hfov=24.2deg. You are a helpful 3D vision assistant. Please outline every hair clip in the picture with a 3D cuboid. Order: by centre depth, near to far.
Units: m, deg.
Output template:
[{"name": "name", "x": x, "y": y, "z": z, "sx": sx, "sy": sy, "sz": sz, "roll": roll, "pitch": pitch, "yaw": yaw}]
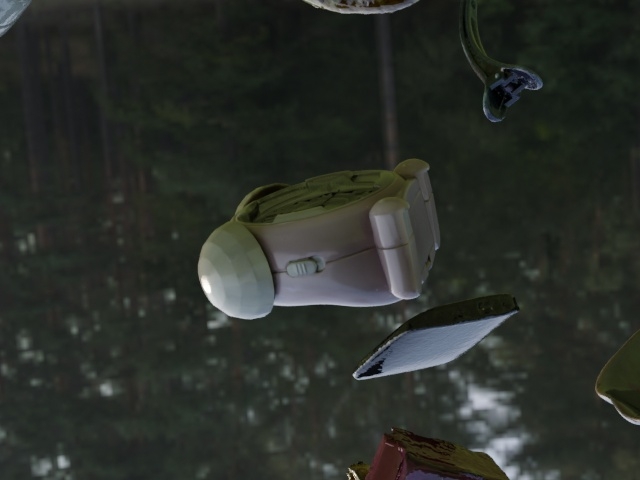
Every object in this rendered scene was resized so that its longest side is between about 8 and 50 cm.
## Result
[{"name": "hair clip", "x": 0.216, "y": -0.253, "z": 1.982, "sx": 0.083, "sy": 0.048, "sz": 0.275, "roll": -43, "pitch": -147, "yaw": 16}]

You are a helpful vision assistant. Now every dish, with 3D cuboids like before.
[{"name": "dish", "x": 0.402, "y": 0.143, "z": 1.529, "sx": 0.229, "sy": 0.081, "sz": 0.229, "roll": -25, "pitch": -162, "yaw": 9}]

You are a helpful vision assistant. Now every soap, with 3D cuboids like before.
[{"name": "soap", "x": 0.107, "y": 0.347, "z": 1.653, "sx": 0.162, "sy": 0.250, "sz": 0.099, "roll": 15, "pitch": -166, "yaw": -24}]

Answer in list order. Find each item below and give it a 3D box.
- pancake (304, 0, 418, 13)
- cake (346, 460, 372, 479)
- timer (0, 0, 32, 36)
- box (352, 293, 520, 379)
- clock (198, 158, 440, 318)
[{"name": "pancake", "x": 0.032, "y": -0.429, "z": 2.252, "sx": 0.376, "sy": 0.197, "sz": 0.054, "roll": 7, "pitch": -146, "yaw": 20}, {"name": "cake", "x": 0.115, "y": 0.414, "z": 2.252, "sx": 0.116, "sy": 0.080, "sz": 0.185, "roll": -12, "pitch": -130, "yaw": -42}, {"name": "timer", "x": -0.413, "y": -0.335, "z": 1.665, "sx": 0.240, "sy": 0.233, "sz": 0.233, "roll": -45, "pitch": 173, "yaw": 23}, {"name": "box", "x": 0.150, "y": 0.130, "z": 1.980, "sx": 0.212, "sy": 0.042, "sz": 0.201, "roll": -9, "pitch": 159, "yaw": -37}, {"name": "clock", "x": 0.000, "y": 0.000, "z": 2.235, "sx": 0.325, "sy": 0.184, "sz": 0.342, "roll": -6, "pitch": -170, "yaw": 13}]
